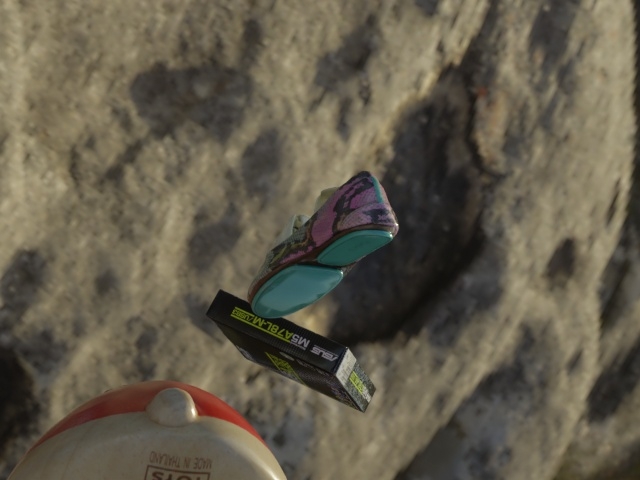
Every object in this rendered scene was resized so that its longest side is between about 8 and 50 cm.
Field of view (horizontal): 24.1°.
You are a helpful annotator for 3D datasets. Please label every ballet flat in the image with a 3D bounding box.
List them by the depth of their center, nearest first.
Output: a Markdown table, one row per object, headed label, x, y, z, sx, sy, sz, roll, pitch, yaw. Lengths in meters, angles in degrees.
| label | x | y | z | sx | sy | sz | roll | pitch | yaw |
| --- | --- | --- | --- | --- | --- | --- | --- | --- | --- |
| ballet flat | 0.000 | 0.000 | 1.407 | 0.077 | 0.079 | 0.221 | 9 | 151 | -28 |

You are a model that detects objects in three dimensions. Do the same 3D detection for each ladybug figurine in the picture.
| label | x | y | z | sx | sy | sz | roll | pitch | yaw |
| --- | --- | --- | --- | --- | --- | --- | --- | --- | --- |
| ladybug figurine | -0.172 | 0.288 | 1.437 | 0.305 | 0.162 | 0.449 | 10 | 129 | -13 |

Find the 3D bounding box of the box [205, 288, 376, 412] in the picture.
| label | x | y | z | sx | sy | sz | roll | pitch | yaw |
| --- | --- | --- | --- | --- | --- | --- | --- | --- | --- |
| box | -0.033 | 0.140 | 1.870 | 0.045 | 0.184 | 0.191 | -64 | 160 | -14 |
